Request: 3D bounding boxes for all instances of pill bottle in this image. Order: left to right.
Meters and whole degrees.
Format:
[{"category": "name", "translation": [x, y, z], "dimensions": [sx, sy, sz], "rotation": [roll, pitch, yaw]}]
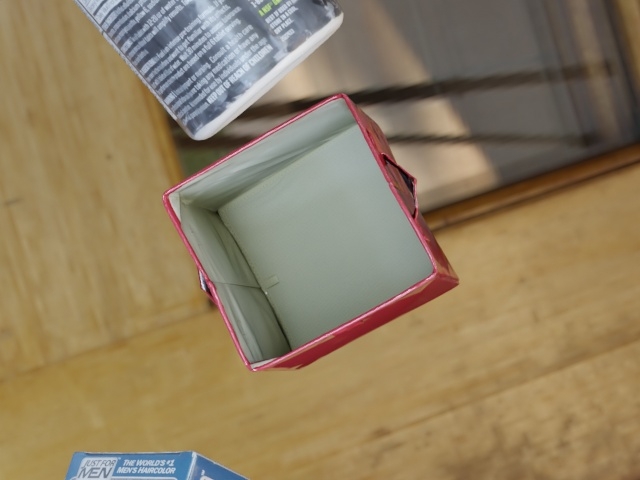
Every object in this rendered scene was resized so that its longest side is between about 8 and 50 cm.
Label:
[{"category": "pill bottle", "translation": [-0.108, -0.195, 1.081], "dimensions": [0.246, 0.130, 0.130], "rotation": [50, 161, -3]}]

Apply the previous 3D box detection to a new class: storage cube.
[{"category": "storage cube", "translation": [0.000, 0.000, 1.541], "dimensions": [0.184, 0.215, 0.193], "rotation": [62, -173, 9]}]

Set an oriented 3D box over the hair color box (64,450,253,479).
[{"category": "hair color box", "translation": [-0.061, 0.299, 1.535], "dimensions": [0.174, 0.347, 0.105], "rotation": [-8, 58, 44]}]
